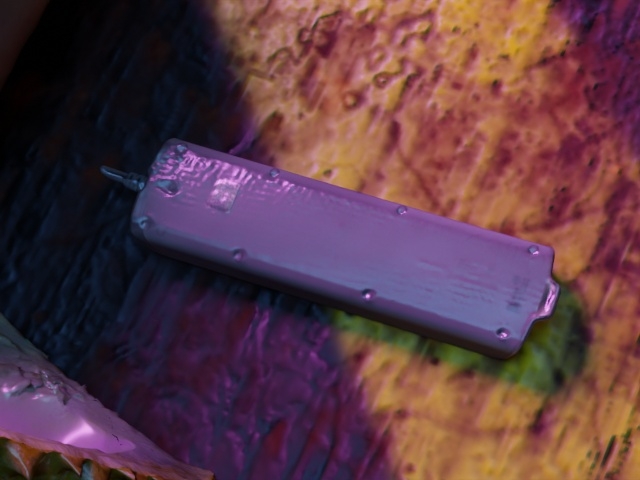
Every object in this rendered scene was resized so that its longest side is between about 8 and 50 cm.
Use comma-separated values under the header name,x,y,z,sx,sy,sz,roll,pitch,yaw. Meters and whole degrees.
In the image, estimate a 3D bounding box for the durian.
name,x,y,z,sx,sy,sz,roll,pitch,yaw
durian,-0.211,0.067,0.722,0.306,0.172,0.166,27,51,26

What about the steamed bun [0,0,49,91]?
name,x,y,z,sx,sy,sz,roll,pitch,yaw
steamed bun,-0.301,-0.202,0.750,0.342,0.255,0.367,18,96,22

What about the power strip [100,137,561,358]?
name,x,y,z,sx,sy,sz,roll,pitch,yaw
power strip,0.000,0.000,0.774,0.253,0.027,0.060,17,73,15
